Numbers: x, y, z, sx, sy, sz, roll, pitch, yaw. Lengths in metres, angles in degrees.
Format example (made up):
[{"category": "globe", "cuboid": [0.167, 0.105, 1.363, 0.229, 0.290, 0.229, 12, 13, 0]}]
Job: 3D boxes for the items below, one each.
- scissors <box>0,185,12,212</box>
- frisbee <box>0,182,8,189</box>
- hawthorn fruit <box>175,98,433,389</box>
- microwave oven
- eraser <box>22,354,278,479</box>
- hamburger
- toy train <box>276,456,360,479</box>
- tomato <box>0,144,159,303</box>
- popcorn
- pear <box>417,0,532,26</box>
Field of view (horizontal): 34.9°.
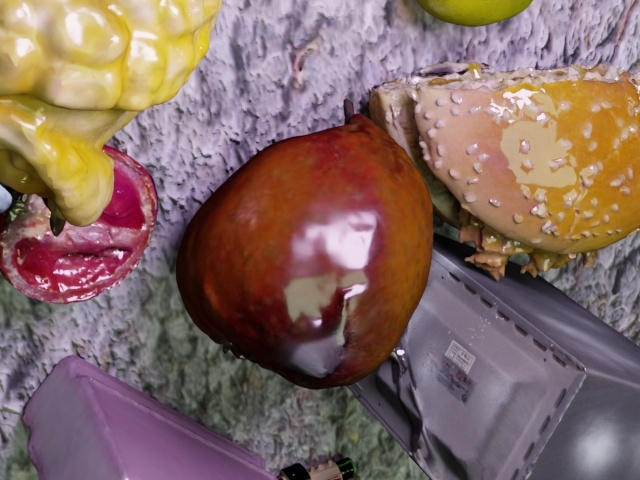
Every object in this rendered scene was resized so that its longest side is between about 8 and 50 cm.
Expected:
[{"category": "scissors", "cuboid": [-0.433, -0.156, 0.842, 0.029, 0.256, 0.383, -54, 130, -15]}, {"category": "frisbee", "cuboid": [-0.456, -0.094, 1.062, 0.290, 0.049, 0.289, -13, 119, -24]}, {"category": "hawthorn fruit", "cuboid": [-0.005, 0.022, 1.226, 0.325, 0.308, 0.308, -37, 126, -9]}, {"category": "microwave oven", "cuboid": [0.250, 0.187, 1.358, 0.375, 0.432, 0.236, 20, 103, -34]}, {"category": "eraser", "cuboid": [-0.180, 0.319, 1.286, 0.359, 0.272, 0.122, 37, 94, -36]}, {"category": "hamburger", "cuboid": [0.302, -0.092, 1.319, 0.446, 0.268, 0.286, -8, 103, -27]}, {"category": "toy train", "cuboid": [-0.001, 0.375, 1.553, 0.138, 0.050, 0.087, -15, 117, -23]}, {"category": "tomato", "cuboid": [-0.284, -0.029, 1.159, 0.173, 0.099, 0.189, 24, 98, -38]}, {"category": "popcorn", "cuboid": [-0.255, -0.186, 0.957, 0.349, 0.349, 0.381, -6, 124, -26]}, {"category": "pear", "cuboid": [0.180, -0.366, 1.224, 0.180, 0.166, 0.216, -24, 102, -2]}]
